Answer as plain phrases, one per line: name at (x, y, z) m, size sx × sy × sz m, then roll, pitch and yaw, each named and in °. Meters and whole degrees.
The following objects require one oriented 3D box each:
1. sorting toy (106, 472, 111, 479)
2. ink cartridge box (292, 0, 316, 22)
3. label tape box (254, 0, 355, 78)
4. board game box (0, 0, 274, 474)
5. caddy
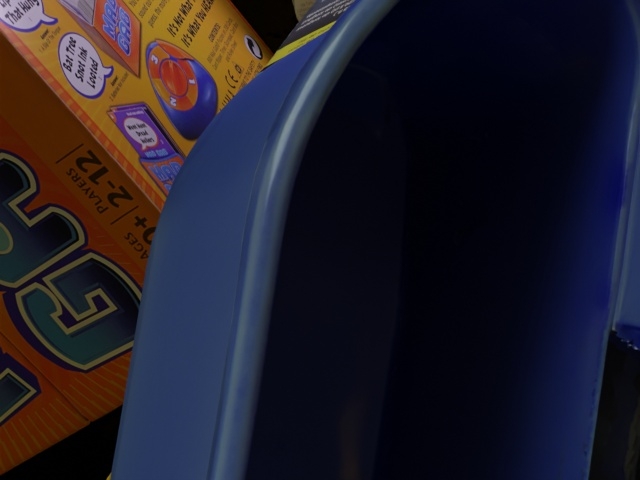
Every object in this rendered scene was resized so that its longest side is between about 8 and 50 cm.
sorting toy at (-0.126, 0.165, 0.955) m, size 0.075 × 0.045 × 0.083 m, roll -49°, pitch 11°, yaw 36°
ink cartridge box at (0.024, -0.294, 1.358) m, size 0.066 × 0.232 × 0.189 m, roll -10°, pitch 35°, yaw 47°
label tape box at (0.104, -0.194, 1.188) m, size 0.249 × 0.115 × 0.348 m, roll -18°, pitch 31°, yaw 44°
board game box at (-0.263, -0.072, 1.217) m, size 0.356 × 0.356 × 0.356 m, roll -30°, pitch 22°, yaw 25°
caddy at (0.069, 0.074, 0.421) m, size 0.179 × 0.241 × 0.341 m, roll 172°, pitch 108°, yaw -67°
